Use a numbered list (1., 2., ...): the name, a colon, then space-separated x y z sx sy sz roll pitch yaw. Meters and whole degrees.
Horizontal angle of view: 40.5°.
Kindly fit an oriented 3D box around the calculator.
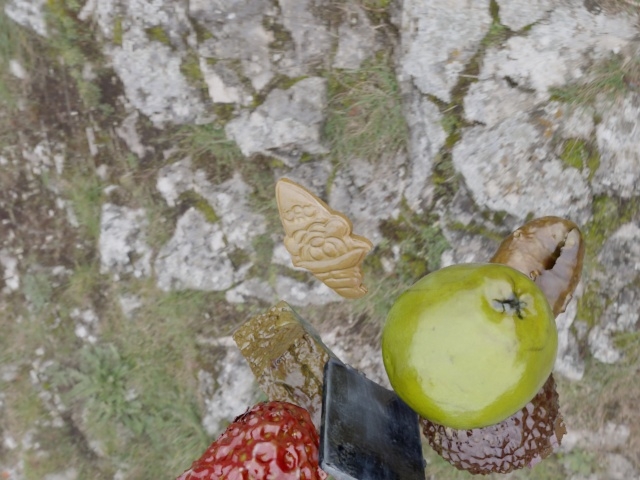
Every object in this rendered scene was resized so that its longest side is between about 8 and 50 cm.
1. calculator: 0.071 0.263 1.186 0.161 0.262 0.021 29 111 -8

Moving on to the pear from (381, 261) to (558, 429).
1. pear: 0.184 0.135 1.103 0.212 0.212 0.269 42 144 7

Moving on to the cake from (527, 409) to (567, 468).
1. cake: 0.389 0.325 1.681 0.116 0.113 0.295 -38 124 -7

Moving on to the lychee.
1. lychee: 0.262 0.244 1.388 0.235 0.236 0.271 -7 103 22

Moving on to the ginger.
1. ginger: 0.371 0.098 1.604 0.165 0.172 0.321 34 70 0

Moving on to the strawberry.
1. strawberry: -0.086 0.297 1.145 0.233 0.234 0.178 6 66 20

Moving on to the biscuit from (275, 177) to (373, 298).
1. biscuit: 0.000 0.000 1.466 0.162 0.035 0.250 -25 105 35

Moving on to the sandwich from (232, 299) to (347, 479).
1. sandwich: -0.018 0.244 1.496 0.131 0.325 0.262 -40 106 -4
